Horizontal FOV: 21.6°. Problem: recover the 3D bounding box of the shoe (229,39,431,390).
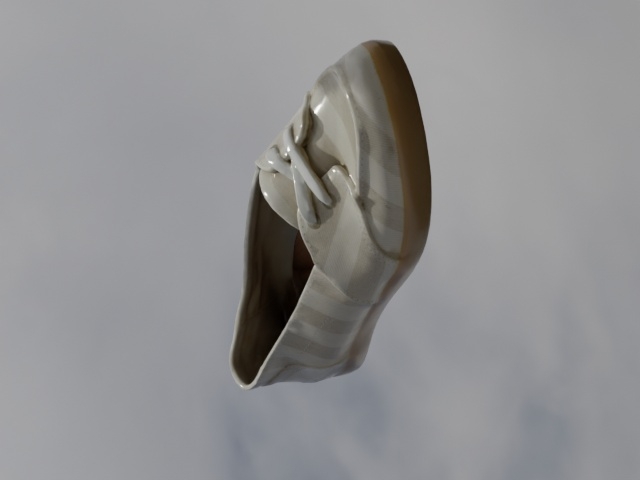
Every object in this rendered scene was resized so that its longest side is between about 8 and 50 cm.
[{"bbox_3d":[0.000,0.000,0.739,0.058,0.219,0.077,-14,-124,-21],"label":"shoe"}]
